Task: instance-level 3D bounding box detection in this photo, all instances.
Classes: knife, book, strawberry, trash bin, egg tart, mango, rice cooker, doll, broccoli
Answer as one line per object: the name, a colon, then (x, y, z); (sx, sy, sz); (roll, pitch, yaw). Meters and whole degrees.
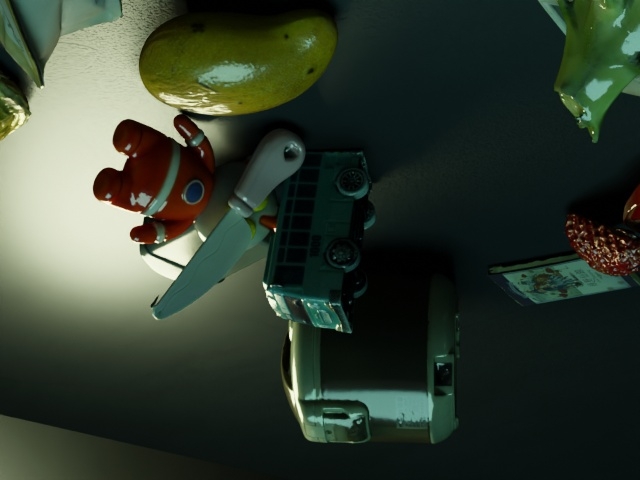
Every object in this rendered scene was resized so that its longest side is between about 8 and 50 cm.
knife: (-0.131, -0.017, 1.551); (0.081, 0.336, 0.043); (35, -178, -38)
book: (0.436, 0.068, 1.895); (0.231, 0.026, 0.157); (-12, 149, 33)
strawberry: (0.442, 0.012, 1.635); (0.121, 0.082, 0.188); (20, -171, -10)
trash bin: (-0.192, -0.010, 1.794); (0.176, 0.101, 0.236); (28, 144, -35)
egg tart: (-0.533, -0.192, 1.499); (0.231, 0.098, 0.252); (11, 158, -3)
mango: (-0.102, -0.221, 1.318); (0.262, 0.109, 0.157); (-5, 148, 18)
rice cooker: (0.090, 0.217, 1.933); (0.325, 0.335, 0.335); (0, 154, 8)
doll: (-0.173, -0.065, 1.580); (0.336, 0.200, 0.105); (23, 178, -39)
broccoli: (0.263, -0.259, 1.010); (0.186, 0.254, 0.302); (-26, 168, -49)

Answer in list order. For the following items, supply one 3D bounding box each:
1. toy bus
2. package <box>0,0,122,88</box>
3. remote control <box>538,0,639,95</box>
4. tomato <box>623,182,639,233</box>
toy bus: (0.000, 0.000, 1.587); (0.147, 0.256, 0.128); (3, 154, 13)
package: (-0.302, -0.345, 1.100); (0.165, 0.221, 0.311); (-30, 158, -17)
remote control: (0.336, -0.242, 1.235); (0.090, 0.049, 0.230); (24, 173, 45)
tomato: (0.521, -0.061, 1.555); (0.155, 0.069, 0.156); (2, 153, 1)
